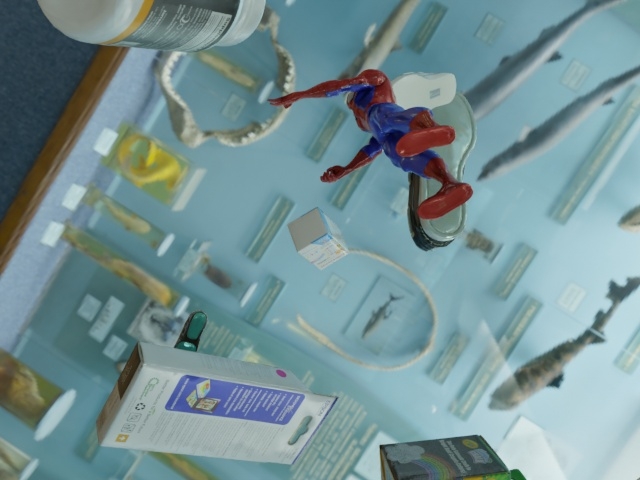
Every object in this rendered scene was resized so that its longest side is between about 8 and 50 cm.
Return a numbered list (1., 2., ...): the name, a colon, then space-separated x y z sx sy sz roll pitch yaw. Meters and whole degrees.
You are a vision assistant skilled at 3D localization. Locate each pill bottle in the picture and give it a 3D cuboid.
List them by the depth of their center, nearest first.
1. pill bottle: -0.194 -0.314 0.863 0.162 0.162 0.278 -60 162 24

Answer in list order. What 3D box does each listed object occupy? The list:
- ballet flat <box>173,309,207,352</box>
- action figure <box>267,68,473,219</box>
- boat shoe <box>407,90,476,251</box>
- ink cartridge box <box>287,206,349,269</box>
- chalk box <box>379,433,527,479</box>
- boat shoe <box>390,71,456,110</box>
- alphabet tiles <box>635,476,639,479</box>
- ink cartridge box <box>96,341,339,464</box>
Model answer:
1. ballet flat: -0.227 0.171 1.219 0.114 0.041 0.041 -63 175 2
2. action figure: 0.033 -0.097 0.682 0.139 0.091 0.280 -19 -155 2
3. boat shoe: 0.204 -0.127 1.249 0.091 0.115 0.302 128 -23 -64
4. ink cartridge box: 0.000 0.000 1.756 0.092 0.089 0.143 -31 145 14
5. chalk box: 0.205 0.380 1.052 0.132 0.213 0.131 -126 -147 -78
6. boat shoe: 0.142 -0.234 1.094 0.184 0.063 0.066 -30 123 -44
7. alphabet tiles: 0.445 0.484 1.169 0.278 0.021 0.284 -23 145 -27
8. ink cartridge box: -0.165 0.283 1.185 0.175 0.371 0.069 -59 -147 20
